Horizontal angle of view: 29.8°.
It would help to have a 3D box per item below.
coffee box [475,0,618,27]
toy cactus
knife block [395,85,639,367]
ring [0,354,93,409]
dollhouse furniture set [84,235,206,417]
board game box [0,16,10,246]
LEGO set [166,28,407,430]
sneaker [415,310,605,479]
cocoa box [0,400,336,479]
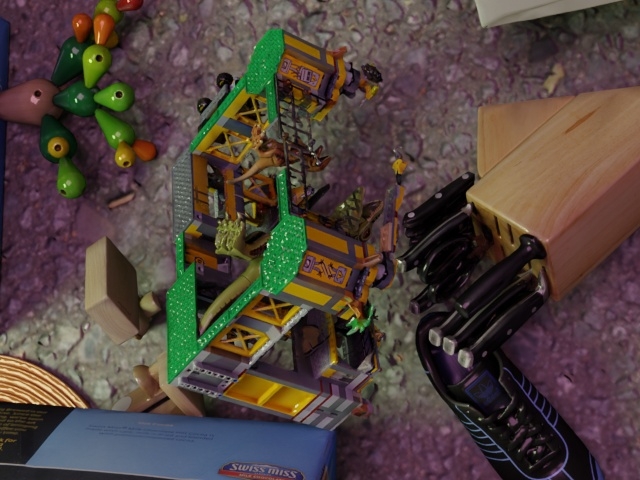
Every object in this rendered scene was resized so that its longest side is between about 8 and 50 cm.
[{"bbox_3d":[0.248,-0.431,0.969,0.338,0.337,0.334,-10,54,13],"label":"coffee box"},{"bbox_3d":[-0.252,-0.146,1.238,0.181,0.112,0.218,0,83,33],"label":"toy cactus"},{"bbox_3d":[0.206,-0.011,1.036,0.276,0.088,0.242,-6,51,13],"label":"knife block"},{"bbox_3d":[-0.355,0.281,1.215,0.337,0.032,0.336,-3,80,15],"label":"ring"},{"bbox_3d":[-0.206,0.113,1.142,0.123,0.144,0.151,-32,119,8],"label":"dollhouse furniture set"},{"bbox_3d":[-0.401,-0.085,1.183,0.078,0.233,0.347,-3,80,14],"label":"board game box"},{"bbox_3d":[0.000,0.000,1.028,0.255,0.192,0.331,-51,33,29],"label":"LEGO set"},{"bbox_3d":[0.163,0.158,1.070,0.081,0.090,0.232,-43,73,4],"label":"sneaker"},{"bbox_3d":[-0.169,0.289,1.012,0.347,0.228,0.231,3,108,8],"label":"cocoa box"}]
